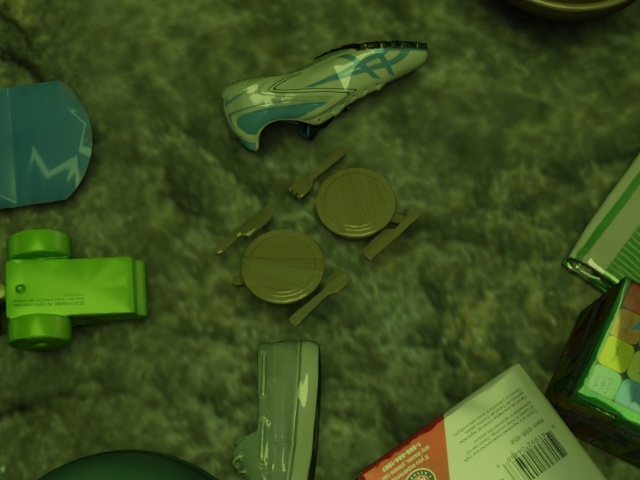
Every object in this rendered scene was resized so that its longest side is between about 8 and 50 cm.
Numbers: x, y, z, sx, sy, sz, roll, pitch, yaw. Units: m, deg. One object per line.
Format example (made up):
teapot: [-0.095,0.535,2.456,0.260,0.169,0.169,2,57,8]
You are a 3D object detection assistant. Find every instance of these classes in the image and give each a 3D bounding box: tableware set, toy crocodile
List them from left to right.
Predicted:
toy crocodile: [-0.346,0.064,1.241,0.341,0.105,0.115,-7,74,-9]
tableware set: [0.000,0.000,1.298,0.194,0.039,0.128,-40,67,-18]

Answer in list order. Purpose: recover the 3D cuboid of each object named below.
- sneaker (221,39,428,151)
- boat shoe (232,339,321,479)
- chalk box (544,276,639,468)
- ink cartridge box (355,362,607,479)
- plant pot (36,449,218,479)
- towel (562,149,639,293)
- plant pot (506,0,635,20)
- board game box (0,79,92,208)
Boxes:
sneaker: [0.009,-0.162,1.330,0.237,0.085,0.086,-20,102,-11]
boat shoe: [-0.046,0.209,1.221,0.081,0.079,0.227,3,68,6]
chalk box: [0.312,0.129,1.180,0.132,0.213,0.132,27,75,5]
ink cartridge box: [0.187,0.290,1.181,0.197,0.114,0.273,-33,77,-12]
plant pot: [-0.188,0.327,1.114,0.293,0.196,0.293,1,73,-2]
towel: [0.457,0.023,1.309,0.325,0.038,0.248,35,75,8]
plant pot: [0.268,-0.340,1.368,0.237,0.109,0.237,0,73,-1]
board game box: [-0.326,-0.098,1.317,0.169,0.033,0.133,-9,80,1]
